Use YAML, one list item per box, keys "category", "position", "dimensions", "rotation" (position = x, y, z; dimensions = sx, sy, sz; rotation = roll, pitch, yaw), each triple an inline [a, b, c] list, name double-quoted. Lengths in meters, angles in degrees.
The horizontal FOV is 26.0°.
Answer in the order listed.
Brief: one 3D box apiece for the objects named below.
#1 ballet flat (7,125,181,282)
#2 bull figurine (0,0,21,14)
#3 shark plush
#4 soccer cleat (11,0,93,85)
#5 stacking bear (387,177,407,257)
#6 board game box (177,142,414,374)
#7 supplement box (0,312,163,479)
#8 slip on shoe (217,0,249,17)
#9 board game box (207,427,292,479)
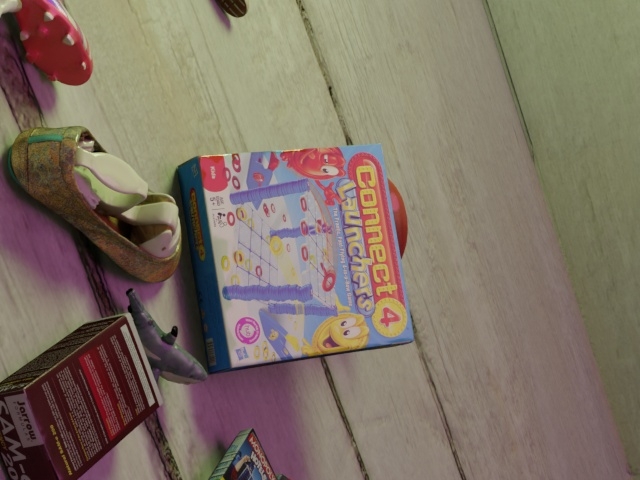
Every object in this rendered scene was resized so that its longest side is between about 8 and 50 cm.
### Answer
- category: "ballet flat"
  position: [-0.250, -0.042, 1.769]
  dimensions: [0.348, 0.123, 0.123]
  rotation: [42, 44, -50]
- category: "bull figurine"
  position: [-0.430, -0.253, 1.525]
  dimensions: [0.188, 0.101, 0.310]
  rotation: [-77, 147, -47]
- category: "shark plush"
  position: [-0.209, 0.124, 1.830]
  dimensions: [0.073, 0.067, 0.161]
  rotation: [-50, 124, -57]
- category: "soccer cleat"
  position: [-0.355, -0.301, 1.719]
  dimensions: [0.248, 0.083, 0.095]
  rotation: [54, 31, -35]
- category: "stacking bear"
  position: [0.000, 0.000, 2.200]
  dimensions: [0.289, 0.175, 0.164]
  rotation: [-32, 149, -50]
- category: "board game box"
  position: [-0.035, 0.022, 2.025]
  dimensions: [0.302, 0.086, 0.308]
  rotation: [-7, 83, -28]
- category: "supplement box"
  position: [-0.289, 0.190, 1.640]
  dimensions: [0.239, 0.073, 0.130]
  rotation: [-39, 113, -62]
- category: "slip on shoe"
  position: [-0.154, -0.414, 2.193]
  dimensions: [0.135, 0.051, 0.041]
  rotation: [51, 39, -29]
- category: "board game box"
  position: [-0.098, 0.372, 1.953]
  dimensions: [0.194, 0.060, 0.194]
  rotation: [67, 27, -20]
